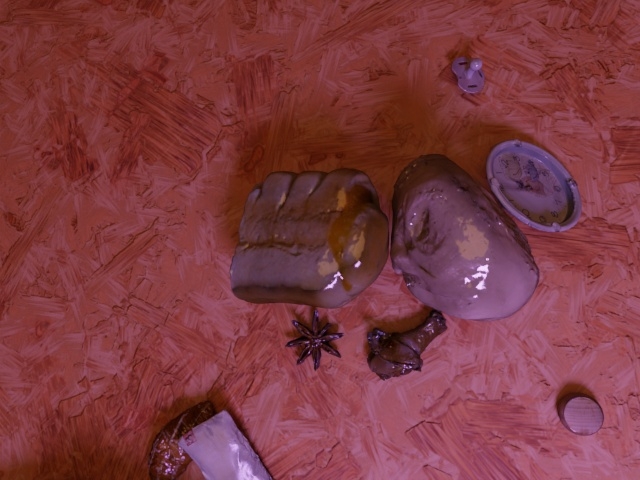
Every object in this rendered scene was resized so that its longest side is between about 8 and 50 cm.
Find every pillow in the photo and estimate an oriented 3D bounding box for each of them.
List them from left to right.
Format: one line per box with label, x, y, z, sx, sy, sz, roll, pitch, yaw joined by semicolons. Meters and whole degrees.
pillow;-0.207;0.504;1.052;0.128;0.051;0.229;-35;92;-6

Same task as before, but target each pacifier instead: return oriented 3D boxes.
pacifier;0.360;-0.403;1.106;0.082;0.078;0.099;-15;76;-13

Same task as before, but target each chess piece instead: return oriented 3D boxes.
chess piece;0.532;0.355;0.954;0.084;0.038;0.083;-1;81;9

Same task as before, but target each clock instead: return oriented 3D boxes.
clock;0.451;-0.112;1.009;0.237;0.053;0.236;8;61;-14

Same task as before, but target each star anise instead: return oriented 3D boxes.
star anise;-0.014;0.234;1.084;0.141;0.042;0.141;-1;81;8

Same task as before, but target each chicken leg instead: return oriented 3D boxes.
chicken leg;0.193;0.231;1.027;0.196;0.080;0.125;-21;64;6

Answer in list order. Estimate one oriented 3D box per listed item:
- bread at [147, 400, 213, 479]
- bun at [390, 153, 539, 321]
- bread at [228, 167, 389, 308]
bread;-0.337;0.475;1.092;0.105;0.076;0.233;35;87;13
bun;0.268;0.000;0.935;0.234;0.326;0.362;-41;59;25
bread;0.000;0.000;1.013;0.342;0.210;0.300;-4;72;29
